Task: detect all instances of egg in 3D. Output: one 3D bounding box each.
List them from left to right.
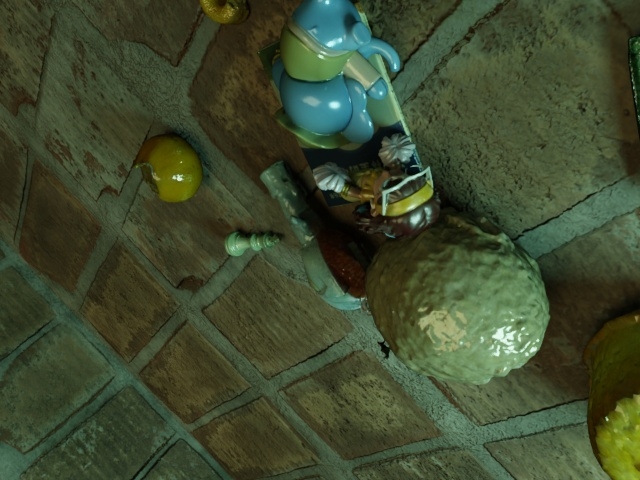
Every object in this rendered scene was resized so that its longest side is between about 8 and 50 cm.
[{"bbox_3d":[0.209,0.086,0.853,0.310,0.279,0.279,39,142,38],"label":"egg"}]

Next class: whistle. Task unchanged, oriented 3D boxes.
[{"bbox_3d":[0.001,-0.001,1.050,0.133,0.142,0.346,-36,85,39],"label":"whistle"}]

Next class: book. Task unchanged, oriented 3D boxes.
[{"bbox_3d":[0.038,-0.212,0.928,0.228,0.018,0.323,-7,117,42],"label":"book"}]

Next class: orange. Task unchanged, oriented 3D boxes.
[{"bbox_3d":[-0.339,-0.159,1.190,0.156,0.134,0.157,12,114,29],"label":"orange"}]

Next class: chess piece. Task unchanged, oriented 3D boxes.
[{"bbox_3d":[-0.148,0.003,1.228,0.149,0.059,0.059,-6,119,33],"label":"chess piece"}]

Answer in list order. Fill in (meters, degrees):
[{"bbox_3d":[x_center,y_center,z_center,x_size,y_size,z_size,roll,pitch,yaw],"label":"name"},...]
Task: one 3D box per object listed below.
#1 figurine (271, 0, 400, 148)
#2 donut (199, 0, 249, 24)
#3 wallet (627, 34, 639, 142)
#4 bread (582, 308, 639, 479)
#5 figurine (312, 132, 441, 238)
[{"bbox_3d":[0.016,-0.241,0.795,0.180,0.154,0.262,20,152,-9],"label":"figurine"},{"bbox_3d":[-0.170,-0.421,0.911,0.097,0.043,0.108,10,123,33],"label":"donut"},{"bbox_3d":[0.459,-0.142,0.619,0.160,0.055,0.236,-6,114,36],"label":"wallet"},{"bbox_3d":[0.552,0.259,0.756,0.358,0.204,0.337,1,118,40],"label":"bread"},{"bbox_3d":[0.092,-0.080,0.843,0.240,0.174,0.116,42,154,54],"label":"figurine"}]
